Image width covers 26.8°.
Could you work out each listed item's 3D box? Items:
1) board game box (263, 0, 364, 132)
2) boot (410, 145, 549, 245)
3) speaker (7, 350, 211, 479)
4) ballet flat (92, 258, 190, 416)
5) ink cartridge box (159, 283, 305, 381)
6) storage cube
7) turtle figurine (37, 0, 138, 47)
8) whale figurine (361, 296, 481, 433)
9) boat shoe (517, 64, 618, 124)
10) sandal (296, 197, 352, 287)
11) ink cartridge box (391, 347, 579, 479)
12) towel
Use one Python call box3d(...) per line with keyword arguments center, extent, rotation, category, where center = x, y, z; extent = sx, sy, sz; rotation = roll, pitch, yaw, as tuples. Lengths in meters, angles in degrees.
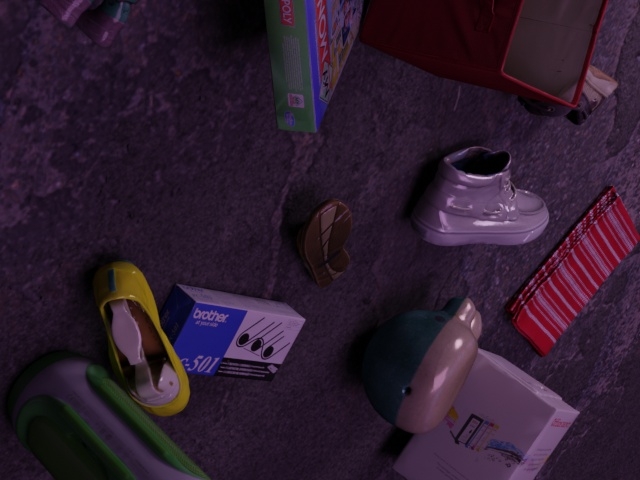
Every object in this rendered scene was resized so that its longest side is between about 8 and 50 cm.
box3d(center=(-0.007, -0.296, 1.321), extent=(0.213, 0.046, 0.317), rotation=(-70, 163, -44), category="board game box")
box3d(center=(0.243, -0.066, 1.844), extent=(0.258, 0.095, 0.123), rotation=(-8, 133, -43), category="boot")
box3d(center=(-0.213, 0.242, 1.431), extent=(0.131, 0.296, 0.131), rotation=(-29, 138, -29), category="speaker")
box3d(center=(-0.202, 0.128, 1.498), extent=(0.077, 0.077, 0.231), rotation=(-16, 124, -1), category="ballet flat")
box3d(center=(-0.116, 0.116, 1.646), extent=(0.207, 0.046, 0.097), rotation=(14, 108, -51), category="ink cartridge box")
box3d(center=(0.188, -0.270, 1.489), extent=(0.215, 0.193, 0.184), rotation=(12, 96, -53), category="storage cube")
box3d(center=(-0.154, -0.287, 1.209), extent=(0.234, 0.118, 0.175), rotation=(-49, 145, 5), category="turtle figurine")
box3d(center=(0.150, 0.164, 1.940), extent=(0.272, 0.141, 0.216), rotation=(-35, 149, -64), category="whale figurine")
box3d(center=(0.307, -0.209, 1.792), extent=(0.285, 0.103, 0.092), rotation=(6, 110, -57), category="boat shoe")
box3d(center=(0.000, 0.000, 1.681), extent=(0.072, 0.049, 0.180), rotation=(-35, 156, -14), category="sandal")
box3d(center=(0.262, 0.311, 2.107), extent=(0.233, 0.168, 0.171), rotation=(-56, 157, 5), category="ink cartridge box")
box3d(center=(0.420, 0.058, 2.206), extent=(0.275, 0.031, 0.199), rotation=(-49, 145, -4), category="towel")
